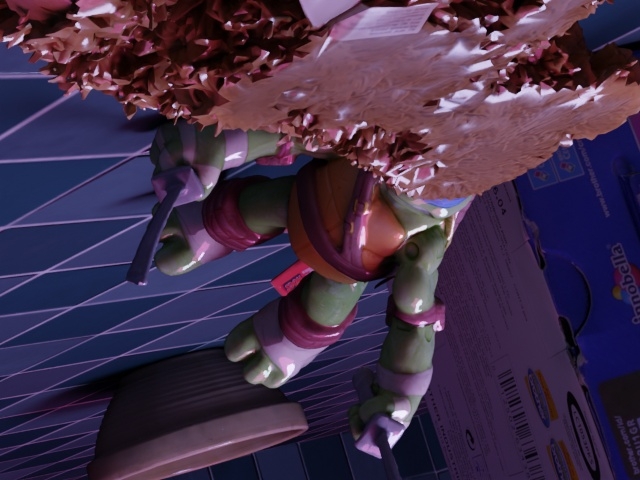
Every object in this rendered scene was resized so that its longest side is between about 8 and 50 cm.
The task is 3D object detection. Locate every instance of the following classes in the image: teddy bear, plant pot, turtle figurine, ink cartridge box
[{"bbox_3d":[0.001,-0.107,0.675,0.245,0.113,0.338,-32,156,35],"label":"teddy bear"},{"bbox_3d":[-0.139,0.181,2.023,0.237,0.110,0.237,-15,171,-3],"label":"plant pot"},{"bbox_3d":[-0.030,0.026,1.076,0.197,0.275,0.266,23,162,-16],"label":"turtle figurine"},{"bbox_3d":[0.175,0.043,1.276,0.151,0.270,0.395,-16,171,-13],"label":"ink cartridge box"}]

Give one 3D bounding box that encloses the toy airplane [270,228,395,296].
[{"bbox_3d":[0.000,0.000,1.331,0.151,0.028,0.151,3,154,2],"label":"toy airplane"}]
